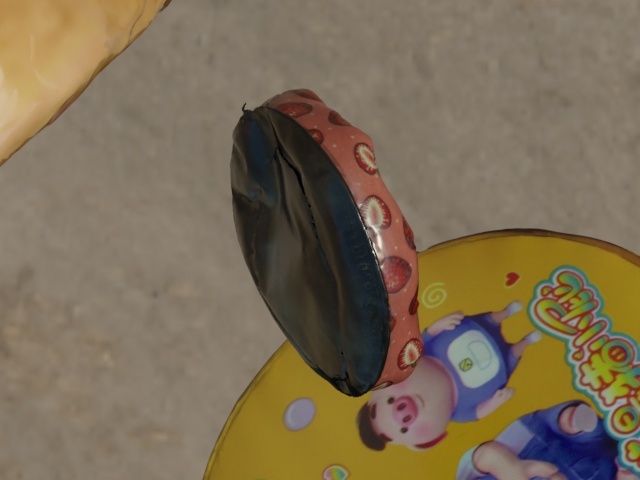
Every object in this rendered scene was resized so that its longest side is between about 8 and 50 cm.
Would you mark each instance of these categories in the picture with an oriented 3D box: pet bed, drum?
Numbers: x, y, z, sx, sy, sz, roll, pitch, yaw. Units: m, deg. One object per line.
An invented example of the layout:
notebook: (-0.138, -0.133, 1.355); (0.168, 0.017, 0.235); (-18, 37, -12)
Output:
pet bed: (0.000, 0.000, 1.251); (0.053, 0.201, 0.201); (-22, 150, -24)
drum: (0.133, 0.213, 1.389); (0.431, 0.431, 0.214); (-17, 139, 25)

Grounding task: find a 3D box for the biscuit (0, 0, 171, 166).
biscuit: (-0.164, -0.034, 0.537); (0.350, 0.455, 0.078); (-14, 115, 49)
